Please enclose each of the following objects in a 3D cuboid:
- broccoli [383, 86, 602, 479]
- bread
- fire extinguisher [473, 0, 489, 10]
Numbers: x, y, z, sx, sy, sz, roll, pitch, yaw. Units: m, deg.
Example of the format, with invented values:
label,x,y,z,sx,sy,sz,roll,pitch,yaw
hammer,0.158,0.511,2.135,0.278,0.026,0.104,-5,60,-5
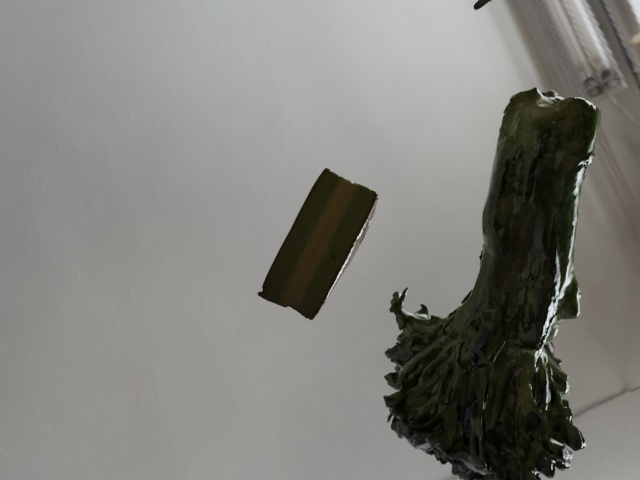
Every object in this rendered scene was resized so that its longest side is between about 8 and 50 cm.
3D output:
label,x,y,z,sx,sy,sz,roll,pitch,yaw
broccoli,0.139,0.040,0.491,0.164,0.145,0.304,5,-64,0
bread,-0.002,0.003,0.709,0.074,0.084,0.139,27,-131,10
fire extinguisher,0.224,-0.283,0.659,0.157,0.078,0.045,-36,-89,-22
